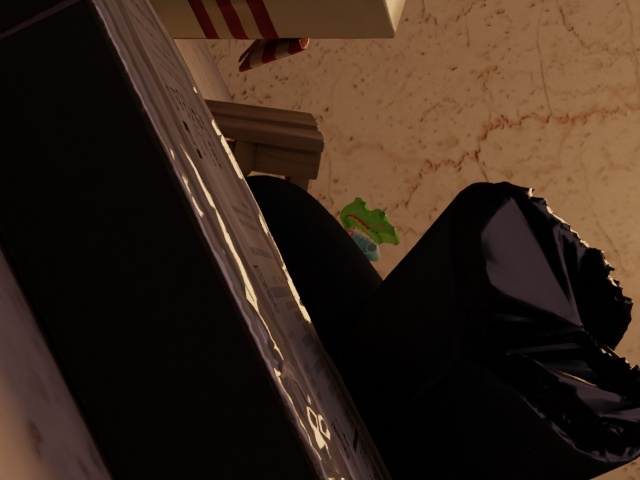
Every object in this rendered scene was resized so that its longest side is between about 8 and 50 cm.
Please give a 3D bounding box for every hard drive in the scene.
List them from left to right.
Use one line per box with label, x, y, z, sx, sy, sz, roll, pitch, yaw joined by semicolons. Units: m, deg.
hard drive;-0.041;0.033;0.501;0.237;0.064;0.339;35;30;-87

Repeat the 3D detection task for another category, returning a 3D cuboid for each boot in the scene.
boot;0.040;0.026;0.631;0.246;0.094;0.207;61;-35;19

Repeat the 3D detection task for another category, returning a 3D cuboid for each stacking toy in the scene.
stacking toy;0.000;0.000;1.264;0.221;0.052;0.167;30;-19;33

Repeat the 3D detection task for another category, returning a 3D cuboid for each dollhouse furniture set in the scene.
dollhouse furniture set;-0.072;-0.007;0.858;0.144;0.123;0.151;-111;-151;-76

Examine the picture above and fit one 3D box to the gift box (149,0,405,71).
gift box;-0.063;-0.292;0.929;0.255;0.276;0.258;-67;150;-29
